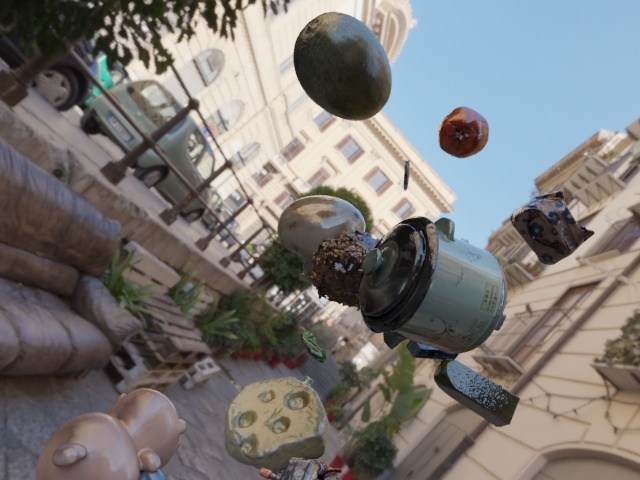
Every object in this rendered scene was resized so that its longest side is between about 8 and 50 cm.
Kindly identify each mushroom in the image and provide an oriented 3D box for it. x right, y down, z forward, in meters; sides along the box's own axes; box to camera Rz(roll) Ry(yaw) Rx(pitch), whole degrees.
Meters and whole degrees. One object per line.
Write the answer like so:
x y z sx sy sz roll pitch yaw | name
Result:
0.000 0.000 1.640 0.297 0.298 0.289 35 -57 55 | mushroom

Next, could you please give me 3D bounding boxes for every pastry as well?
0.101 0.077 1.430 0.275 0.275 0.192 54 31 -43 | pastry

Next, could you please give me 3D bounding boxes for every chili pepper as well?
-0.017 0.218 1.032 0.091 0.030 0.034 45 -16 48 | chili pepper

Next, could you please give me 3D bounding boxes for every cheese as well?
-0.130 0.559 1.512 0.327 0.318 0.115 13 -58 31 | cheese

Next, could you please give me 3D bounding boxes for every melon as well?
0.067 -0.483 1.403 0.329 0.248 0.249 39 -2 -36 | melon

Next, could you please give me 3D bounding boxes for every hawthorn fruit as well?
0.569 -0.427 2.002 0.211 0.211 0.299 46 30 2 | hawthorn fruit

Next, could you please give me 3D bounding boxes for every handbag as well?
0.863 -0.053 1.835 0.251 0.190 0.193 55 -5 9 | handbag

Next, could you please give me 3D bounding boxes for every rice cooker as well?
0.225 0.098 1.065 0.316 0.317 0.264 50 2 -22 | rice cooker

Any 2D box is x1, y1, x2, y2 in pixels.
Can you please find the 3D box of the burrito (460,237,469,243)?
0.454 0.079 1.859 0.309 0.066 0.096 -36 -115 55 | burrito

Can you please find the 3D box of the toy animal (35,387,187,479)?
-0.370 0.377 0.899 0.230 0.210 0.221 23 36 -15 | toy animal

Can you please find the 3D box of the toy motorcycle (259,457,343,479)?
-0.082 0.567 0.935 0.221 0.325 0.147 17 -35 18 | toy motorcycle

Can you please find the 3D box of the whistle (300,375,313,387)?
-0.116 0.638 1.917 0.126 0.258 0.067 16 -38 36 | whistle

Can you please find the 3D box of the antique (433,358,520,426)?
0.413 0.408 1.339 0.221 0.080 0.081 30 -27 9 | antique

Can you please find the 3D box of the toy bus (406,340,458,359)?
0.324 0.308 1.413 0.166 0.047 0.065 11 29 -30 | toy bus

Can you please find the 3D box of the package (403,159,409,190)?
0.304 -0.228 1.747 0.015 0.037 0.110 11 -69 30 | package
